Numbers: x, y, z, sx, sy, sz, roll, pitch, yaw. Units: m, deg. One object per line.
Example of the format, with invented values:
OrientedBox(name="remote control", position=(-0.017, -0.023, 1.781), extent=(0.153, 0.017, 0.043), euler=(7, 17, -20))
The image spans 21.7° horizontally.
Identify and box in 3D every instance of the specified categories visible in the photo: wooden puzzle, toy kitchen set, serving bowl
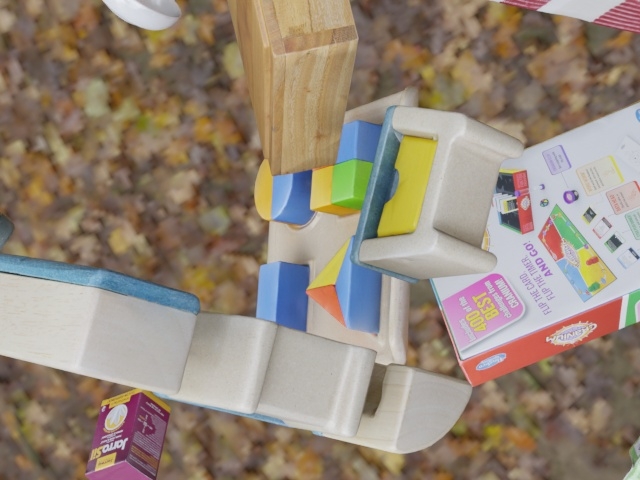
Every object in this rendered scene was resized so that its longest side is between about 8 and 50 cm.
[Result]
OrientedBox(name="wooden puzzle", position=(0.000, 0.000, 1.990), extent=(0.348, 0.080, 0.322), euler=(-18, 66, 60))
OrientedBox(name="toy kitchen set", position=(-0.033, -0.003, 0.771), extent=(0.122, 0.207, 0.166), euler=(4, 78, 54))
OrientedBox(name="serving bowl", position=(-0.158, -0.201, 1.393), extent=(0.083, 0.083, 0.027), euler=(42, 108, 13))

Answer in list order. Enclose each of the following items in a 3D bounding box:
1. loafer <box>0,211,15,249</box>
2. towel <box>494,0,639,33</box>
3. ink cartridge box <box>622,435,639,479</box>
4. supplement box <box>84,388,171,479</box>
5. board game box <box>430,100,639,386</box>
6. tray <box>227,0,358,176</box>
OrientedBox(name="loafer", position=(-0.398, 0.003, 1.663), extent=(0.084, 0.096, 0.267), euler=(45, 143, -20))
OrientedBox(name="towel", position=(0.218, -0.224, 1.251), extent=(0.237, 0.329, 0.037), euler=(153, 124, -67))
OrientedBox(name="ink cartridge box", position=(0.321, 0.168, 1.336), extent=(0.109, 0.062, 0.209), euler=(36, 96, 3))
OrientedBox(name="supplement box", position=(-0.176, 0.183, 1.525), extent=(0.055, 0.083, 0.043), euler=(-22, 132, 31))
OrientedBox(name="board game box", position=(0.273, -0.001, 1.880), extent=(0.064, 0.316, 0.242), euler=(61, -171, -53))
OrientedBox(name="tray", position=(-0.034, -0.202, 1.462), extent=(0.411, 0.076, 0.203), euler=(96, 162, -80))
